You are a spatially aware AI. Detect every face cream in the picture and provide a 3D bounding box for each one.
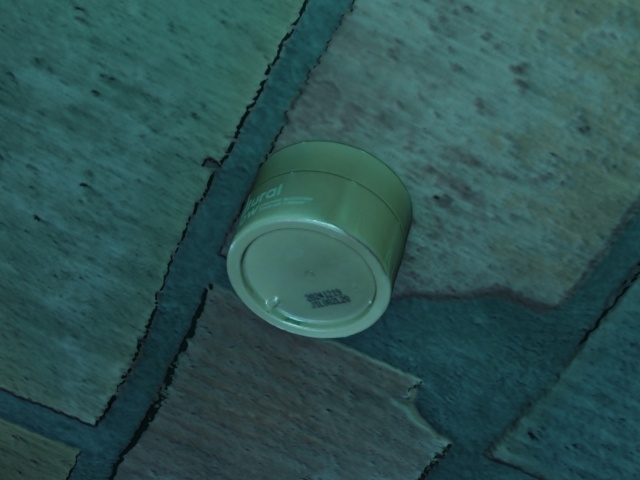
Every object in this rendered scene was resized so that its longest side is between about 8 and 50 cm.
[{"bbox_3d":[0.000,0.000,1.580,0.149,0.104,0.149,9,135,9],"label":"face cream"}]
